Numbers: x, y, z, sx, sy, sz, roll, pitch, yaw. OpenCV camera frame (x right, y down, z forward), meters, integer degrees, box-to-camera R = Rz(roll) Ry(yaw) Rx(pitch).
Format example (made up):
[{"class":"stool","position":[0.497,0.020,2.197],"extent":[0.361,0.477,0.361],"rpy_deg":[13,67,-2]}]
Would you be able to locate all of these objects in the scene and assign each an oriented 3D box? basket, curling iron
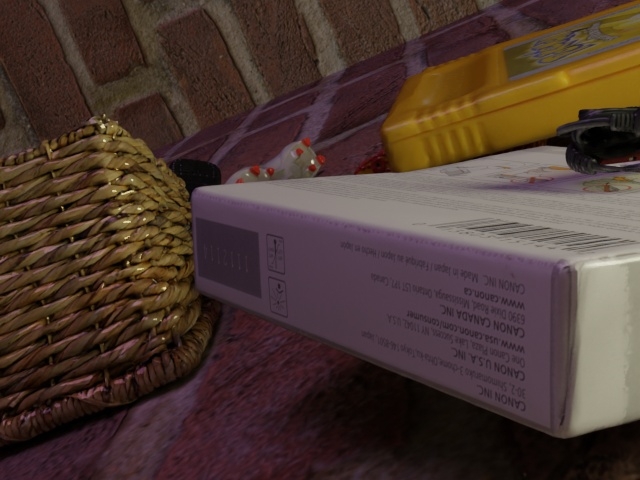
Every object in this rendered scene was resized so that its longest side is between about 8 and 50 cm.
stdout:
[{"class":"basket","position":[-0.233,0.077,0.855],"extent":[0.299,0.223,0.213],"rpy_deg":[-23,-20,5]},{"class":"curling iron","position":[0.246,-0.063,0.555],"extent":[0.274,0.035,0.068],"rpy_deg":[-8,8,-24]}]

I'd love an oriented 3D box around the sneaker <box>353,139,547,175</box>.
[{"class":"sneaker","position":[0.113,-0.064,0.902],"extent":[0.175,0.064,0.067],"rpy_deg":[-14,0,12]}]

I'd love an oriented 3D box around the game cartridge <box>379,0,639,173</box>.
[{"class":"game cartridge","position":[0.216,-0.144,0.827],"extent":[0.323,0.053,0.285],"rpy_deg":[-14,14,13]}]

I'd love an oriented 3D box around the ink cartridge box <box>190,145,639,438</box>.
[{"class":"ink cartridge box","position":[0.113,0.002,0.511],"extent":[0.261,0.066,0.296],"rpy_deg":[-8,11,-29]}]

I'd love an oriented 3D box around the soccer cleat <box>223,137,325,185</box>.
[{"class":"soccer cleat","position":[-0.061,-0.057,1.170],"extent":[0.076,0.068,0.196],"rpy_deg":[-35,4,34]}]

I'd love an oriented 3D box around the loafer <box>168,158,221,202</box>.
[{"class":"loafer","position":[-0.143,-0.019,1.157],"extent":[0.080,0.078,0.220],"rpy_deg":[8,25,-3]}]
